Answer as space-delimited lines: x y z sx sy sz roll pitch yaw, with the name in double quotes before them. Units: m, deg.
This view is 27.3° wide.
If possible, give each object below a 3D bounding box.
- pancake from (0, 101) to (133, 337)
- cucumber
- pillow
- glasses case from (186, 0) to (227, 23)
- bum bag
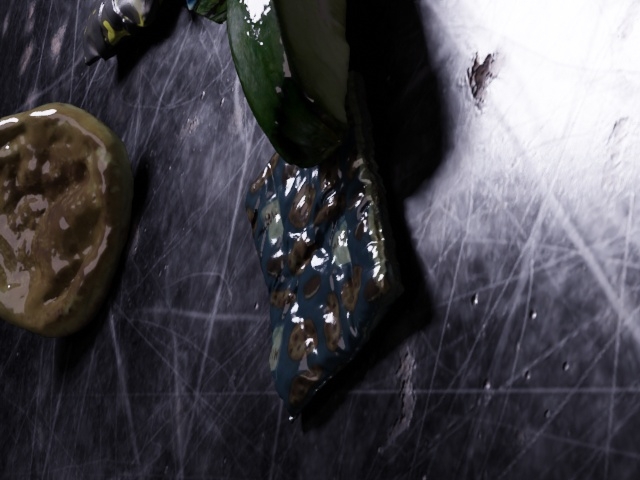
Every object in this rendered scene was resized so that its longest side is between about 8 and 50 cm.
"pancake" -0.341 -0.025 1.607 0.294 0.049 0.294 2 94 33
"cucumber" -0.036 -0.196 1.146 0.145 0.105 0.325 -46 35 40
"pillow" -0.001 0.000 1.097 0.189 0.034 0.255 -52 36 40
"glasses case" -0.130 -0.367 1.402 0.095 0.062 0.272 -38 57 29
"bum bag" -0.245 -0.292 1.662 0.232 0.060 0.107 -23 55 57
